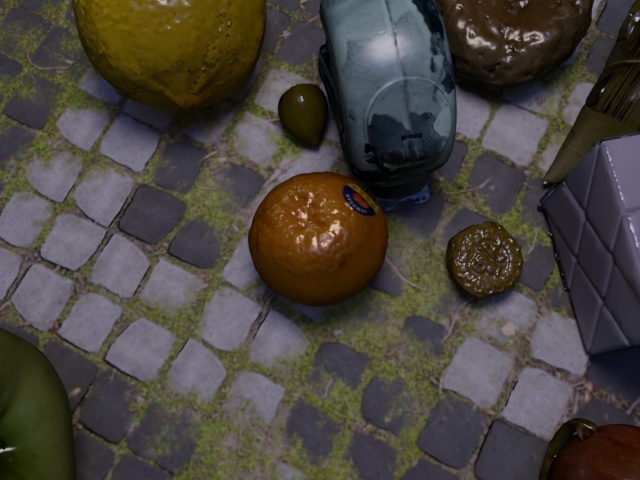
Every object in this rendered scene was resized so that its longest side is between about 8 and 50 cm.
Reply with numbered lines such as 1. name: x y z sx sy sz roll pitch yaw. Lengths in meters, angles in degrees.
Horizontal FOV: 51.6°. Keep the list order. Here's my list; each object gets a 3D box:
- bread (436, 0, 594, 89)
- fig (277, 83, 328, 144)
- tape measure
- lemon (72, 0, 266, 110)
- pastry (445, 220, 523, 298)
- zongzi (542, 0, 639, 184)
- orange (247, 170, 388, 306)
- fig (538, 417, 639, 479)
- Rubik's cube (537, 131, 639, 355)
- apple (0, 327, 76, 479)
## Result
1. bread: 0.261 -0.322 0.932 0.230 0.123 0.230 -1 79 6
2. fig: -0.022 -0.176 0.934 0.074 0.074 0.088 -17 99 -2
3. tape measure: 0.078 -0.192 0.836 0.147 0.256 0.275 -12 81 0
4. lemon: -0.195 -0.320 0.880 0.258 0.258 0.310 -4 88 2
5. pastry: 0.216 0.025 0.880 0.097 0.057 0.109 16 79 1
6. zongzi: 0.485 -0.148 0.873 0.274 0.145 0.300 30 92 19
7. orange: -0.002 -0.002 0.844 0.177 0.155 0.178 1 68 -1
8. fig: 0.335 0.294 0.745 0.205 0.205 0.205 -1 76 2
9. Rubik's cube: 0.426 0.000 0.786 0.224 0.231 0.221 -11 75 -2
10. apple: -0.455 0.249 0.705 0.357 0.357 0.357 -1 76 2
